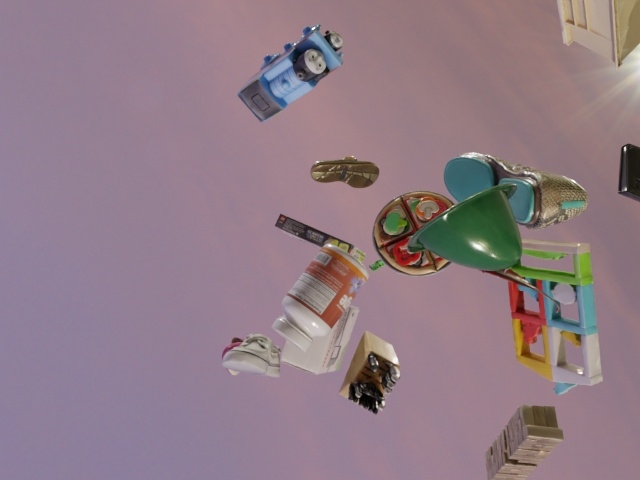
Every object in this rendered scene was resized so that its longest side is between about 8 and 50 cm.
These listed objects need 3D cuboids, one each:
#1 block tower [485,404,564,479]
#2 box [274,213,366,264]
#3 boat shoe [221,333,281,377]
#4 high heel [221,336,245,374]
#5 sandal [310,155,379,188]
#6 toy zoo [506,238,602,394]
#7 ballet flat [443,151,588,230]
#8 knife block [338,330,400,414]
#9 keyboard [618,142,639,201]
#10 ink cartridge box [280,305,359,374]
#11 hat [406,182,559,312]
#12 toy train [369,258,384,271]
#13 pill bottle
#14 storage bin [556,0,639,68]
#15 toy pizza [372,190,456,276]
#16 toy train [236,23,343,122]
[{"bbox_3d":[0.515,0.528,1.683,0.091,0.335,0.097,5,-127,-2],"label":"block tower"},{"bbox_3d":[0.000,0.000,1.591,0.207,0.036,0.114,24,176,25],"label":"box"},{"bbox_3d":[-0.140,0.249,1.445,0.267,0.096,0.088,46,-131,-67],"label":"boat shoe"},{"bbox_3d":[-0.214,0.264,1.605,0.117,0.082,0.244,37,180,20],"label":"high heel"},{"bbox_3d":[0.055,-0.159,1.459,0.180,0.072,0.049,2,-135,-29],"label":"sandal"},{"bbox_3d":[0.428,0.145,1.214,0.030,0.192,0.293,-12,-81,-24],"label":"toy zoo"},{"bbox_3d":[0.475,-0.120,1.597,0.182,0.164,0.483,-2,-167,-14],"label":"ballet flat"},{"bbox_3d":[0.145,0.309,1.638,0.088,0.242,0.276,31,-130,-3],"label":"knife block"},{"bbox_3d":[0.702,-0.052,1.247,0.317,0.033,0.201,19,-118,-11],"label":"keyboard"},{"bbox_3d":[0.005,0.260,1.833,0.114,0.198,0.273,18,177,15],"label":"ink cartridge box"},{"bbox_3d":[0.255,0.037,0.931,0.208,0.173,0.183,-22,-107,-20],"label":"hat"},{"bbox_3d":[0.168,0.071,1.920,0.023,0.083,0.017,38,-122,-10],"label":"toy train"},{"bbox_3d":[-0.004,0.124,1.392,0.121,0.121,0.216,40,-101,-14],"label":"pill bottle"},{"bbox_3d":[0.523,-0.468,1.069,0.123,0.262,0.260,47,-176,33],"label":"storage bin"},{"bbox_3d":[0.208,-0.020,1.388,0.032,0.201,0.201,60,-170,-63],"label":"toy pizza"},{"bbox_3d":[-0.043,-0.258,1.013,0.080,0.184,0.105,47,-131,-22],"label":"toy train"}]
